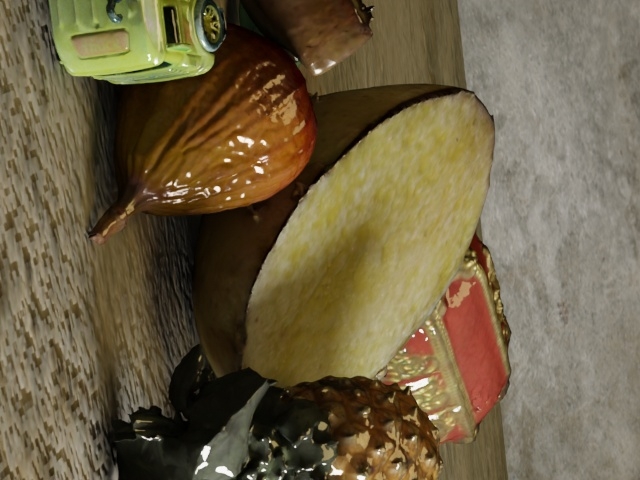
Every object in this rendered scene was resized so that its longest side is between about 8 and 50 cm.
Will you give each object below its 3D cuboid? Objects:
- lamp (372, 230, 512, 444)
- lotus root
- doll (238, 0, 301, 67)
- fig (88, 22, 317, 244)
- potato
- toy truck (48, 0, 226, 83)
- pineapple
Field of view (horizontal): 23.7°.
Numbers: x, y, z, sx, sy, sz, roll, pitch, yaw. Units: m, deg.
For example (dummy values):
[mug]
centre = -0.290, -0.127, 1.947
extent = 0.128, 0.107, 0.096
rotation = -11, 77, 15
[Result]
[lamp]
centre = 0.074, 0.068, 1.326
extent = 0.274, 0.177, 0.177
rotation = 70, 19, -50
[lotus root]
centre = -0.046, -0.217, 0.952
extent = 0.170, 0.074, 0.260
rotation = 55, 9, -25
[doll]
centre = -0.035, -0.130, 1.131
extent = 0.159, 0.059, 0.158
rotation = 115, -23, -75
[fig]
centre = -0.067, -0.050, 0.880
extent = 0.119, 0.119, 0.153
rotation = 54, 52, -68
[potato]
centre = 0.000, 0.000, 1.050
extent = 0.299, 0.116, 0.239
rotation = -35, 137, -42
[toy truck]
centre = -0.109, -0.167, 0.794
extent = 0.100, 0.077, 0.168
rotation = -17, 102, -68
[pineapple]
centre = -0.029, 0.123, 0.895
extent = 0.237, 0.111, 0.119
rotation = 10, 78, -53
